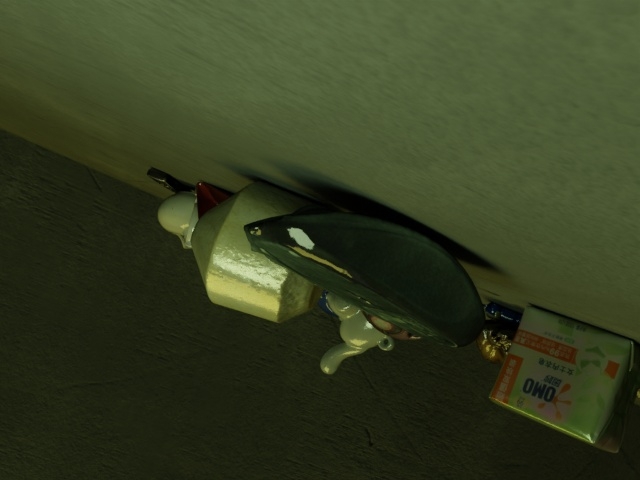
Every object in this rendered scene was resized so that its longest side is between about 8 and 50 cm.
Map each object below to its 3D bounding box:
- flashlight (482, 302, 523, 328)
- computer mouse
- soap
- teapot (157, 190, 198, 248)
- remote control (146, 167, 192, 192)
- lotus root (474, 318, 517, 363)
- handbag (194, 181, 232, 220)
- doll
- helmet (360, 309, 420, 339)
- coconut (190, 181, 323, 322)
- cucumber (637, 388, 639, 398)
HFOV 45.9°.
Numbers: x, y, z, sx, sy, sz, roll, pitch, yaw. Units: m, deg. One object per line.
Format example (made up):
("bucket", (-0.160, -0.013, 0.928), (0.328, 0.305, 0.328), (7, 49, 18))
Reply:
("flashlight", (0.383, 0.158, 1.536), (0.121, 0.035, 0.057), (22, 175, 18))
("computer mouse", (0.073, 0.028, 1.006), (0.374, 0.114, 0.203), (30, 167, -31))
("soap", (0.418, 0.231, 1.270), (0.199, 0.182, 0.138), (19, 174, 37))
("teapot", (-0.304, -0.042, 1.868), (0.205, 0.139, 0.298), (15, 173, -1))
("remote control", (-0.372, -0.140, 1.879), (0.059, 0.028, 0.212), (18, 176, 9))
("lotus root", (0.417, 0.221, 1.572), (0.167, 0.078, 0.329), (21, -174, 35))
("handbag", (-0.154, -0.003, 1.580), (0.298, 0.151, 0.171), (54, -175, 32))
("doll", (0.093, 0.109, 1.595), (0.311, 0.242, 0.160), (-25, 138, 24))
("helmet", (0.137, 0.093, 1.313), (0.198, 0.154, 0.253), (22, -179, 24))
("coconut", (-0.091, 0.016, 1.159), (0.222, 0.202, 0.202), (20, 175, 9))
("cucumber", (0.643, 0.264, 1.395), (0.078, 0.062, 0.211), (-18, -161, -40))
